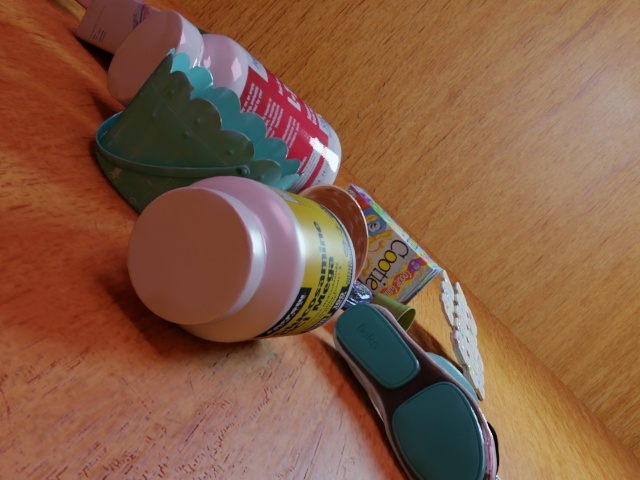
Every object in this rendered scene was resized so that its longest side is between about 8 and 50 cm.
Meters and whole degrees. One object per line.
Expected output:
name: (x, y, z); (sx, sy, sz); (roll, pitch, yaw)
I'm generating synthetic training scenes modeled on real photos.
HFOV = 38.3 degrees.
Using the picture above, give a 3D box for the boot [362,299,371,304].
boot: (0.128, 0.204, 1.615); (0.208, 0.076, 0.189); (54, 13, 11)

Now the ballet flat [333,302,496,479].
ballet flat: (0.146, 0.248, 1.357); (0.139, 0.139, 0.400); (36, 12, -43)

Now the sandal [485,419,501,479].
sandal: (0.258, 0.341, 1.490); (0.303, 0.086, 0.120); (49, 10, 21)

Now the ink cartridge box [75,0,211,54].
ink cartridge box: (-0.307, -0.381, 1.823); (0.278, 0.117, 0.201); (27, 4, 16)

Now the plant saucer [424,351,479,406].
plant saucer: (0.271, 0.291, 1.901); (0.195, 0.037, 0.195); (44, 9, -9)

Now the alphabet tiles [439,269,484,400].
alphabet tiles: (0.331, 0.215, 2.113); (0.284, 0.021, 0.278); (-71, 139, -63)

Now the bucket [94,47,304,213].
bucket: (-0.179, -0.123, 1.338); (0.281, 0.183, 0.281); (43, 9, -9)

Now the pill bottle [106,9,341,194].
pill bottle: (-0.165, -0.211, 1.611); (0.407, 0.229, 0.229); (36, 13, -43)

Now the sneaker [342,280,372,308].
sneaker: (0.032, 0.059, 1.727); (0.221, 0.087, 0.083); (36, 14, -40)

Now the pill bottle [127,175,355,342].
pill bottle: (-0.086, 0.025, 1.090); (0.188, 0.188, 0.334); (47, 10, 14)

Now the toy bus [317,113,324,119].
toy bus: (-0.061, -0.154, 2.033); (0.220, 0.149, 0.212); (87, 2, -71)

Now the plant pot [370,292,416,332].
plant pot: (0.136, 0.148, 1.853); (0.079, 0.083, 0.083); (36, 5, 26)

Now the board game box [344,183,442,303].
board game box: (0.130, 0.018, 2.141); (0.275, 0.142, 0.144); (47, 10, 12)

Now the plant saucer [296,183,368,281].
plant saucer: (0.000, 0.000, 1.631); (0.200, 0.200, 0.037); (39, -23, -32)

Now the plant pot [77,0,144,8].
plant pot: (-0.489, -0.674, 2.161); (0.275, 0.243, 0.275); (43, 11, -10)
